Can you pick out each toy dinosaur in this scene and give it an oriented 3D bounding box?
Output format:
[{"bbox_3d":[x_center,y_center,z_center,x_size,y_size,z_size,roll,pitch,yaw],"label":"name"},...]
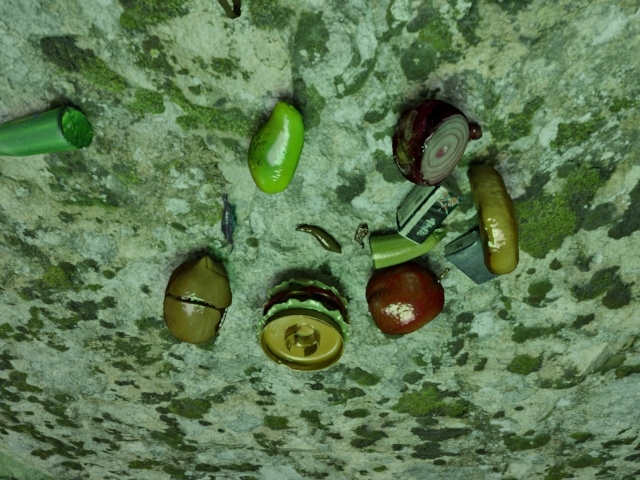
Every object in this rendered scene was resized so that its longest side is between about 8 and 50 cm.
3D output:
[{"bbox_3d":[-0.249,-0.050,1.231,0.045,0.080,0.197,3,128,-1],"label":"toy dinosaur"}]

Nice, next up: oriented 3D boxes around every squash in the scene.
[{"bbox_3d":[0.241,0.005,1.236,0.224,0.094,0.094,-17,125,9],"label":"squash"}]

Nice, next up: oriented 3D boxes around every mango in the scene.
[{"bbox_3d":[-0.106,-0.218,1.069,0.125,0.111,0.233,10,127,-8],"label":"mango"}]

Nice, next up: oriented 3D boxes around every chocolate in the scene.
[{"bbox_3d":[-0.713,-0.253,1.107,0.291,0.110,0.110,-6,127,13],"label":"chocolate"}]

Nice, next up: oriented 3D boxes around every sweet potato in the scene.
[{"bbox_3d":[0.003,-0.006,1.270,0.153,0.038,0.041,31,102,-16],"label":"sweet potato"}]

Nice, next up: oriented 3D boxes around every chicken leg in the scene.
[{"bbox_3d":[0.112,-0.012,1.265,0.036,0.021,0.083,3,129,-9],"label":"chicken leg"}]

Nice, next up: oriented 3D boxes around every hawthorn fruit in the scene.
[{"bbox_3d":[0.252,0.150,1.267,0.253,0.205,0.205,-27,121,19],"label":"hawthorn fruit"}]

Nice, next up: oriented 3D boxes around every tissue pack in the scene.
[{"bbox_3d":[0.268,-0.086,1.140,0.090,0.103,0.170,25,126,-19],"label":"tissue pack"},{"bbox_3d":[0.435,0.050,1.257,0.156,0.051,0.112,36,132,-23],"label":"tissue pack"}]

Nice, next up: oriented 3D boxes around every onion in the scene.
[{"bbox_3d":[0.263,-0.231,1.019,0.218,0.140,0.195,-26,131,-21],"label":"onion"}]

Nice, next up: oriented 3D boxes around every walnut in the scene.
[{"bbox_3d":[-0.368,0.169,1.343,0.203,0.203,0.298,12,117,-4],"label":"walnut"}]

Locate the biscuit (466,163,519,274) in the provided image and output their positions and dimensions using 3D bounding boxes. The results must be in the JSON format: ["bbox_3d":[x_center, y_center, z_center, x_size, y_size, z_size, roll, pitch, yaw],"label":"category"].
[{"bbox_3d":[0.420,-0.036,1.083,0.091,0.213,0.274,-10,120,16],"label":"biscuit"}]

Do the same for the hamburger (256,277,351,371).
[{"bbox_3d":[-0.046,0.233,1.348,0.274,0.212,0.275,3,125,4],"label":"hamburger"}]

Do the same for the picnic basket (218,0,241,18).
[{"bbox_3d":[-0.188,-0.505,0.838,0.137,0.128,0.179,-7,117,13],"label":"picnic basket"}]
